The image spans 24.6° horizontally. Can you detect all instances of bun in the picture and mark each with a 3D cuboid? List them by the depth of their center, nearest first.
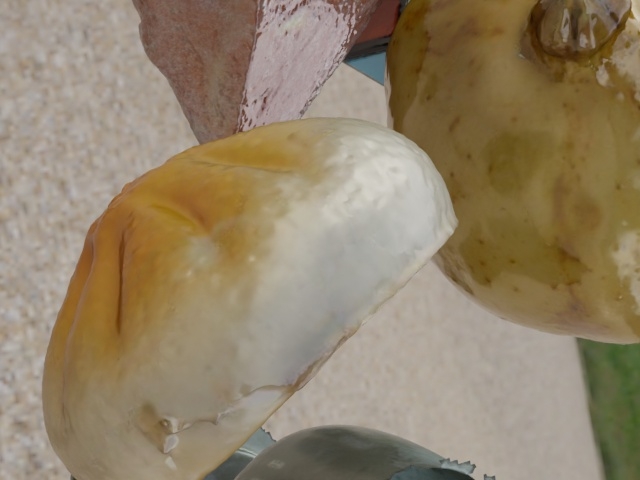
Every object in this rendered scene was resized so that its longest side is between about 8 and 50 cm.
[{"bbox_3d":[-0.064,0.025,0.911,0.165,0.299,0.299,45,14,1],"label":"bun"}]

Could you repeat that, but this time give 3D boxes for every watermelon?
[{"bbox_3d":[-0.044,-0.221,1.376,0.293,0.250,0.283,64,11,-9],"label":"watermelon"}]

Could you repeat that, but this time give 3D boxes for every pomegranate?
[{"bbox_3d":[0.229,-0.107,1.217,0.410,0.410,0.410,-10,90,-78],"label":"pomegranate"}]

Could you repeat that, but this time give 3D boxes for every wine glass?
[{"bbox_3d":[-0.001,0.257,1.168,0.238,0.323,0.238,3,84,-35],"label":"wine glass"}]

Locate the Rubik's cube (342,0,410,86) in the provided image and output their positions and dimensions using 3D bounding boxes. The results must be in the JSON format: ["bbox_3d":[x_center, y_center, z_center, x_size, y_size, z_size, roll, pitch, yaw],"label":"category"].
[{"bbox_3d":[0.143,-0.254,1.562,0.167,0.180,0.183,26,67,-43],"label":"Rubik's cube"}]

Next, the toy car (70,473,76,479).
[{"bbox_3d":[-0.215,0.297,1.785,0.145,0.235,0.235,-103,175,-54],"label":"toy car"}]
